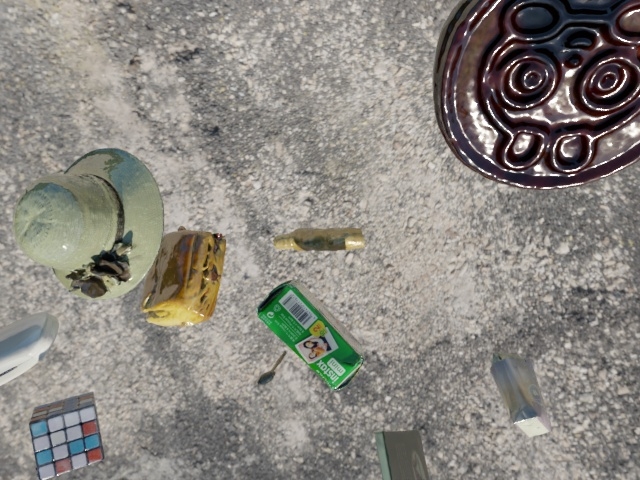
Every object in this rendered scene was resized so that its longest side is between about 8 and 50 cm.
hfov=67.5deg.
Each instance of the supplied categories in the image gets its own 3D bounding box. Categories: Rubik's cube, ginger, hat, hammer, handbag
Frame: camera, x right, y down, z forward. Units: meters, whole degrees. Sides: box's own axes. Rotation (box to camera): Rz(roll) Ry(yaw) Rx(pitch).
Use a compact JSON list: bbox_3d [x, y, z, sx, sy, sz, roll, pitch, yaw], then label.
[{"bbox_3d":[-0.404,0.309,0.767,0.092,0.092,0.092,-7,92,64],"label":"Rubik's cube"},{"bbox_3d":[-0.001,-0.004,1.239,0.299,0.118,0.065,-3,99,48],"label":"ginger"},{"bbox_3d":[-0.382,-0.029,0.729,0.257,0.130,0.257,-1,87,23],"label":"hat"},{"bbox_3d":[-0.065,0.182,0.695,0.029,0.123,0.014,-33,87,8],"label":"hammer"},{"bbox_3d":[0.451,0.339,1.078,0.095,0.173,0.117,-27,134,19],"label":"handbag"}]

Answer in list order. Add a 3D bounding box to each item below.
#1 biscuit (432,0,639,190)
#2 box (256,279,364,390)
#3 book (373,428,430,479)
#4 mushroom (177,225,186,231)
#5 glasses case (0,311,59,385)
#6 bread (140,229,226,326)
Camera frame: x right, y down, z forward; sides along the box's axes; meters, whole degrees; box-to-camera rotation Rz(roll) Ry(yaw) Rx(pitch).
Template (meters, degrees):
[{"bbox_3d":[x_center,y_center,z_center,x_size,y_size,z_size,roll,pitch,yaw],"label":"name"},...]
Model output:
[{"bbox_3d":[0.381,-0.255,0.753,0.407,0.091,0.407,5,127,7],"label":"biscuit"},{"bbox_3d":[-0.016,0.202,1.066,0.103,0.180,0.250,-44,85,2],"label":"box"},{"bbox_3d":[0.227,0.625,1.234,0.043,0.371,0.260,-19,63,17],"label":"book"},{"bbox_3d":[-0.369,0.020,1.351,0.088,0.073,0.129,17,114,46],"label":"mushroom"},{"bbox_3d":[-0.535,0.194,0.805,0.233,0.092,0.059,-28,130,15],"label":"glasses case"},{"bbox_3d":[-0.300,0.075,1.018,0.235,0.099,0.210,-11,64,47],"label":"bread"}]
